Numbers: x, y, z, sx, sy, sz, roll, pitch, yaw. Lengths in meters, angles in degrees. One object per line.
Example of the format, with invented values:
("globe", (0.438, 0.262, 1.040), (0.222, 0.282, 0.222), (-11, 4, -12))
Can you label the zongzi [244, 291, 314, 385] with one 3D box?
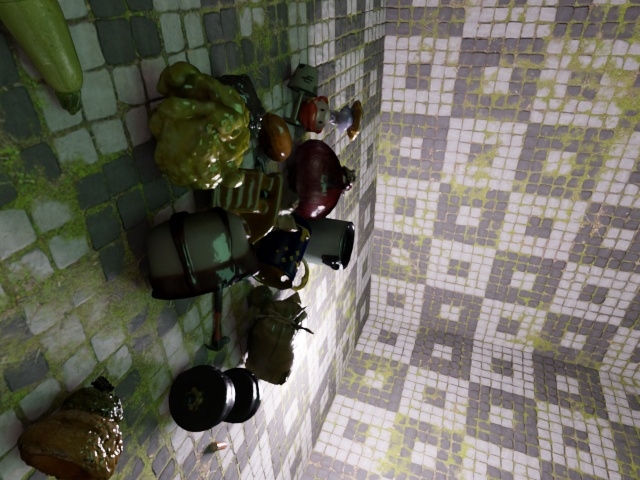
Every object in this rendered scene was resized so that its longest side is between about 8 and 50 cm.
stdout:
("zongzi", (-0.133, 0.249, 1.561), (0.500, 0.218, 0.467), (108, -4, -47))

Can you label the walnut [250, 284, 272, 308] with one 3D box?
("walnut", (-0.225, 0.215, 1.538), (0.092, 0.092, 0.092), (11, 90, -71))

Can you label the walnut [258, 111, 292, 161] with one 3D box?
("walnut", (-0.158, -0.353, 1.367), (0.207, 0.115, 0.116), (79, 28, -59))

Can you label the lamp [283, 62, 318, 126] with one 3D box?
("lamp", (-0.074, -0.542, 1.506), (0.121, 0.121, 0.215), (-4, 113, -71))

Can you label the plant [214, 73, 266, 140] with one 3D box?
("plant", (-0.232, -0.356, 1.122), (0.129, 0.132, 0.195), (-58, 147, -42))

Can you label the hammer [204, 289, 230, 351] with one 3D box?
("hammer", (-0.332, 0.229, 1.307), (0.111, 0.033, 0.288), (-33, 130, -66))

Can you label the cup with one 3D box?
("cup", (-0.139, 0.060, 1.561), (0.255, 0.178, 0.256), (81, 25, -52))

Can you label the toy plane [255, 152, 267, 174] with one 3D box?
("toy plane", (-0.206, -0.259, 1.404), (0.079, 0.031, 0.083), (-54, 148, -52))

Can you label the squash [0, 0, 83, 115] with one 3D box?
("squash", (-0.438, -0.304, 0.639), (0.224, 0.094, 0.094), (90, 21, -47))

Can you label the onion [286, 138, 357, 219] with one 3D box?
("onion", (0.011, -0.245, 1.659), (0.347, 0.285, 0.348), (-1, 90, -87))

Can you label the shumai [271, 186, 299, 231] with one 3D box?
("shumai", (-0.154, -0.105, 1.436), (0.210, 0.161, 0.153), (-102, -170, -62))

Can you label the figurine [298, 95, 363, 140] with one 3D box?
("figurine", (0.025, -0.514, 1.676), (0.181, 0.256, 0.208), (118, -29, -49))

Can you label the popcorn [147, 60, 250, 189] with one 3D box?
("popcorn", (-0.273, -0.245, 0.921), (0.241, 0.234, 0.250), (5, 76, -48))

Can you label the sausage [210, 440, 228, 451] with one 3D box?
("sausage", (-0.371, 0.761, 1.489), (0.107, 0.031, 0.031), (59, 45, -63))

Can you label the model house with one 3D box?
("model house", (-0.241, -0.093, 1.171), (0.239, 0.173, 0.268), (5, 93, -72))

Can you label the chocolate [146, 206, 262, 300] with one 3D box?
("chocolate", (-0.295, 0.015, 0.989), (0.283, 0.283, 0.186), (-30, 110, -66))

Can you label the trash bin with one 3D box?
("trash bin", (0.000, 0.000, 1.791), (0.277, 0.262, 0.217), (-59, 152, -47))

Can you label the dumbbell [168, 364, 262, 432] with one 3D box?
("dumbbell", (-0.316, 0.488, 1.261), (0.388, 0.185, 0.185), (51, 52, -67))

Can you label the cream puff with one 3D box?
("cream puff", (-0.468, 0.369, 0.803), (0.169, 0.183, 0.184), (-77, 166, -50))
